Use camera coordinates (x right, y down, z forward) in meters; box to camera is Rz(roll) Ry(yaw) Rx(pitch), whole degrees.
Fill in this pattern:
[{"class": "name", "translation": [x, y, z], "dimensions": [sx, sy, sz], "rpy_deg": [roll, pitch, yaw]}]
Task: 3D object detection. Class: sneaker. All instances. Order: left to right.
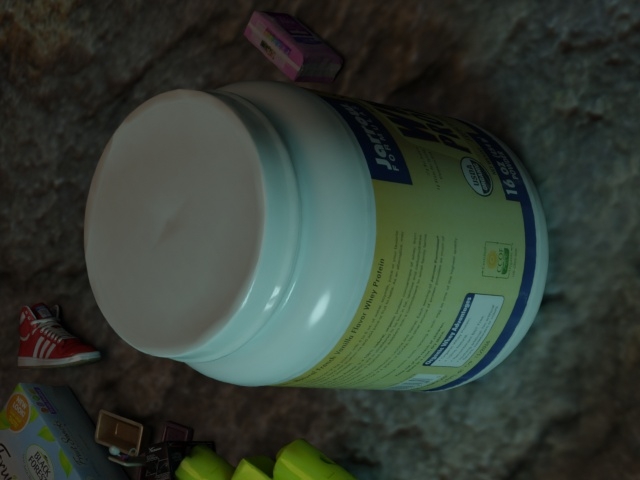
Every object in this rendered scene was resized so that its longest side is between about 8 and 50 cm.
[{"class": "sneaker", "translation": [-0.261, 0.093, 1.866], "dimensions": [0.118, 0.042, 0.067], "rpy_deg": [-5, 85, 45]}]

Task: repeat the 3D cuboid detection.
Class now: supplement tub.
[{"class": "supplement tub", "translation": [0.000, 0.000, 1.446], "dimensions": [0.228, 0.316, 0.228], "rpy_deg": [-6, 82, 42]}]

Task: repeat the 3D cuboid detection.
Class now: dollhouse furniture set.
[{"class": "dollhouse furniture set", "translation": [-0.193, 0.206, 1.763], "dimensions": [0.114, 0.081, 0.091], "rpy_deg": [14, 95, 43]}]

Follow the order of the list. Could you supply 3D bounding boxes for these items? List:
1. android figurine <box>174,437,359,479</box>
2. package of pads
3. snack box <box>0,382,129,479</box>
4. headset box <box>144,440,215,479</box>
[{"class": "android figurine", "translation": [-0.034, 0.297, 1.587], "dimensions": [0.273, 0.056, 0.248], "rpy_deg": [37, 105, 26]}, {"class": "package of pads", "translation": [-0.024, -0.170, 1.669], "dimensions": [0.083, 0.050, 0.032], "rpy_deg": [45, 120, 36]}, {"class": "snack box", "translation": [-0.281, 0.272, 1.846], "dimensions": [0.174, 0.070, 0.207], "rpy_deg": [50, 116, 35]}, {"class": "headset box", "translation": [-0.123, 0.225, 1.709], "dimensions": [0.032, 0.062, 0.083], "rpy_deg": [-19, 73, 40]}]
